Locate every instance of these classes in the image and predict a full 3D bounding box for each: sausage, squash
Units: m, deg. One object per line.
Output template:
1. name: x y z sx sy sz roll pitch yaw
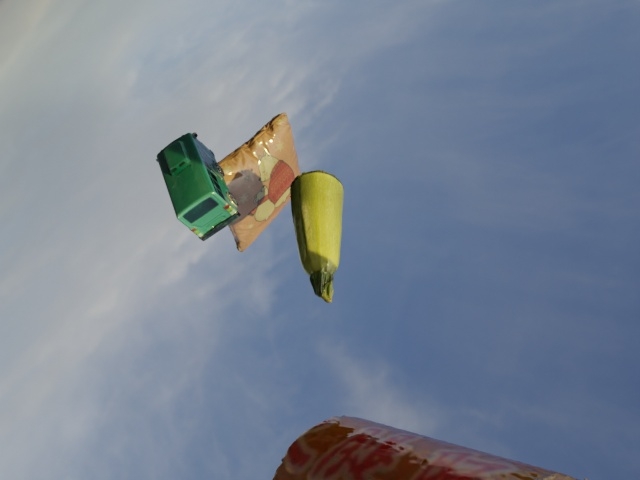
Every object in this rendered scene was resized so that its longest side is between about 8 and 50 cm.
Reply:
1. sausage: 0.102 0.321 0.603 0.287 0.233 0.233 -5 -124 49
2. squash: 0.000 0.000 0.929 0.094 0.094 0.224 -29 -133 28

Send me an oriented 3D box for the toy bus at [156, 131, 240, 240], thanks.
1. toy bus: -0.194 -0.090 0.911 0.079 0.092 0.160 -33 -127 7

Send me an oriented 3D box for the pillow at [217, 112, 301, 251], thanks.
1. pillow: -0.124 -0.119 1.195 0.084 0.223 0.236 28 -121 32
